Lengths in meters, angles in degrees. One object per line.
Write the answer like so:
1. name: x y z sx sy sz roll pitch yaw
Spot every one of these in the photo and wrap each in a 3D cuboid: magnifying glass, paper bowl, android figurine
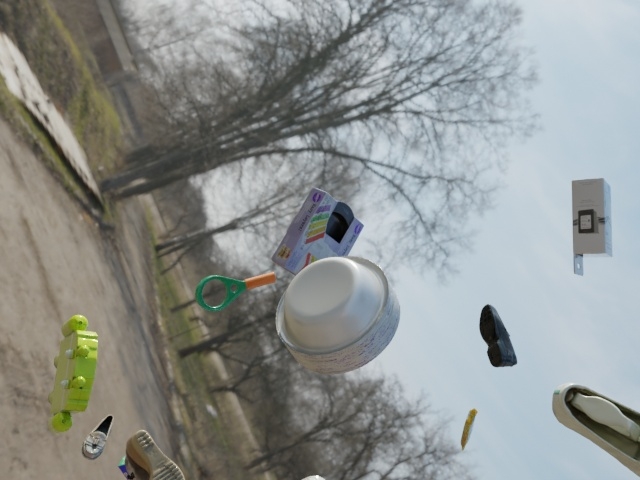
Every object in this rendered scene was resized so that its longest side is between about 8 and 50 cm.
1. magnifying glass: -0.222 0.123 1.806 0.026 0.230 0.092 0 -78 59
2. paper bowl: 0.030 0.153 1.575 0.148 0.284 0.284 59 -2 -42
3. android figurine: -0.536 0.286 1.471 0.272 0.056 0.249 -26 -124 57

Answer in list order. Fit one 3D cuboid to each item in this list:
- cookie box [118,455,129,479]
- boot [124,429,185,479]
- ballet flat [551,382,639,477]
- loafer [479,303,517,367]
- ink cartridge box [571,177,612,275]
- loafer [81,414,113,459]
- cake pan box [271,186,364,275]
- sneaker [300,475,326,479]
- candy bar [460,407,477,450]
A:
1. cookie box: -0.509 0.655 1.957 0.092 0.107 0.040 64 21 -21
2. boot: -0.417 0.608 1.723 0.248 0.090 0.207 56 -36 22
3. ballet flat: 0.684 0.425 1.462 0.400 0.139 0.139 27 -32 28
4. loafer: 0.440 0.238 1.697 0.062 0.061 0.170 -49 -143 48
5. ink cartridge box: 0.526 -0.023 1.322 0.104 0.060 0.180 10 79 -60
6. loafer: -0.460 0.405 1.420 0.045 0.039 0.125 27 13 -7
7. cake pan box: 0.000 0.000 2.077 0.070 0.267 0.245 24 -9 38
8. sneaker: -0.095 0.808 1.919 0.124 0.295 0.178 47 12 -16
9. candy bar: 0.322 0.413 1.494 0.018 0.040 0.162 21 -33 19
